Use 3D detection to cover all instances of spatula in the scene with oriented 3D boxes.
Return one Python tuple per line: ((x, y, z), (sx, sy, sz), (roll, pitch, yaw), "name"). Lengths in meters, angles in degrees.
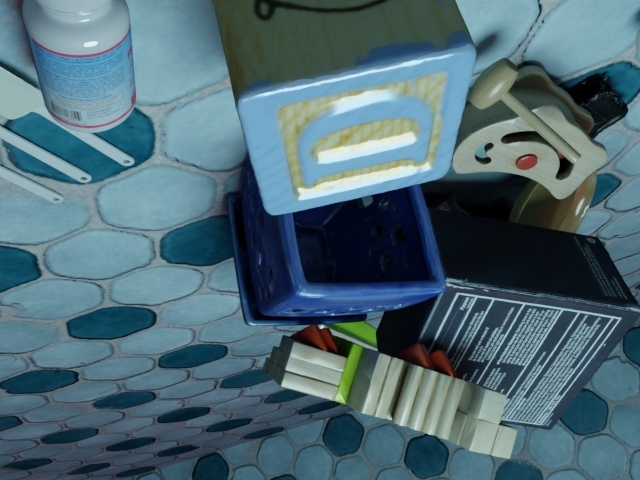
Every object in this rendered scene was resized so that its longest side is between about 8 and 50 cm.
((-0.337, -0.110, 0.714), (0.168, 0.019, 0.242), (-24, 153, 17), "spatula")

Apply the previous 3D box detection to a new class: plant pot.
((0.389, -0.047, 1.082), (0.236, 0.032, 0.236), (-24, 133, -30), "plant pot")
((0.000, 0.000, 0.877), (0.236, 0.235, 0.212), (2, 156, -31), "plant pot")

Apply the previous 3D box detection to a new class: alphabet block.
((0.011, -0.165, 0.578), (0.193, 0.197, 0.193), (-13, 155, -5), "alphabet block")

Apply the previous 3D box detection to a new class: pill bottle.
((-0.213, -0.177, 0.563), (0.087, 0.087, 0.160), (-6, 153, -17), "pill bottle")

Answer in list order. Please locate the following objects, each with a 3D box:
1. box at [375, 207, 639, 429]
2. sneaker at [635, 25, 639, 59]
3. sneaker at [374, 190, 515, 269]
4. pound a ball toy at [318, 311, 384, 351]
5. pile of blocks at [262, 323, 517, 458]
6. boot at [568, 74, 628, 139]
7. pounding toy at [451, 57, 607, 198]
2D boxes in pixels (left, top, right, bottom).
((0.270, 0.129, 0.999), (0.294, 0.182, 0.296), (9, 128, -10), "box")
((0.542, -0.299, 0.684), (0.150, 0.135, 0.366), (0, 160, -43), "sneaker")
((0.177, -0.010, 1.078), (0.350, 0.131, 0.148), (-13, 148, -15), "sneaker")
((0.104, 0.094, 1.265), (0.208, 0.136, 0.319), (-47, 147, 7), "pound a ball toy")
((0.102, 0.191, 0.896), (0.362, 0.112, 0.149), (18, 174, 5), "pile of blocks")
((0.378, -0.180, 0.912), (0.099, 0.045, 0.121), (15, 139, -44), "boot")
((0.259, -0.116, 0.825), (0.270, 0.154, 0.154), (25, 136, -34), "pounding toy")
